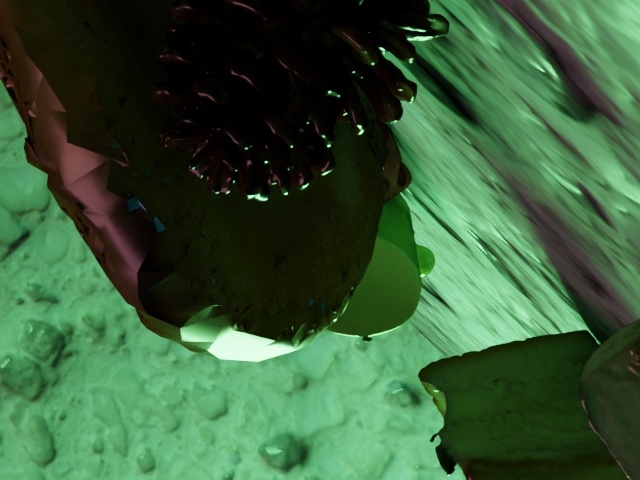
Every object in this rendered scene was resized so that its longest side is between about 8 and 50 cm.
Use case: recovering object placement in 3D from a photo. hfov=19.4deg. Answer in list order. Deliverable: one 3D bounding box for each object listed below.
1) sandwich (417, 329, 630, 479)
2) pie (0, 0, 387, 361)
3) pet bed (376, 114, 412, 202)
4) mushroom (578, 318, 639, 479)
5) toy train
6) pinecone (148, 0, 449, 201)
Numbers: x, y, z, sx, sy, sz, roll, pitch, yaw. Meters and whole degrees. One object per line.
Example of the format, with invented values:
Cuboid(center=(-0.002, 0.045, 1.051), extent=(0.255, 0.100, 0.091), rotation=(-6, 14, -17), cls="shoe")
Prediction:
Cuboid(center=(0.157, 0.133, 1.102), extent=(0.122, 0.128, 0.236), rotation=(47, 179, 41), cls="sandwich")
Cuboid(center=(-0.057, -0.069, 0.796), extent=(0.273, 0.069, 0.273), rotation=(46, -148, -41), cls="pie")
Cuboid(center=(-0.028, -0.095, 1.150), extent=(0.201, 0.053, 0.201), rotation=(43, 177, 3), cls="pet bed")
Cuboid(center=(0.239, 0.176, 0.846), extent=(0.333, 0.087, 0.107), rotation=(48, -163, -11), cls="mushroom")
Cuboid(center=(0.000, 0.000, 1.257), extent=(0.157, 0.105, 0.253), rotation=(13, -168, -3), cls="toy train")
Cuboid(center=(-0.014, -0.068, 0.680), extent=(0.102, 0.109, 0.102), rotation=(44, 176, 4), cls="pinecone")
